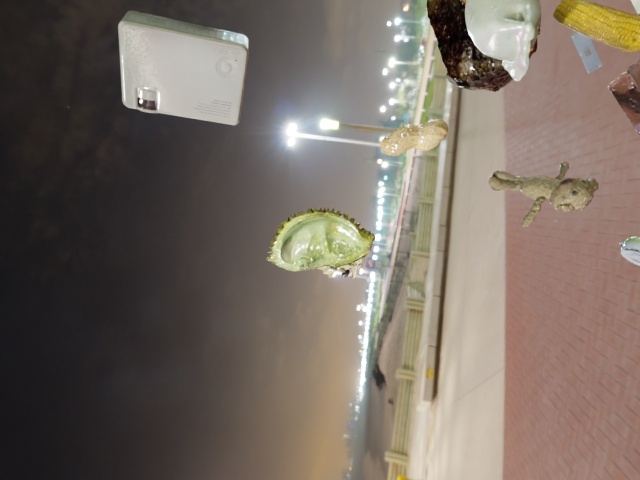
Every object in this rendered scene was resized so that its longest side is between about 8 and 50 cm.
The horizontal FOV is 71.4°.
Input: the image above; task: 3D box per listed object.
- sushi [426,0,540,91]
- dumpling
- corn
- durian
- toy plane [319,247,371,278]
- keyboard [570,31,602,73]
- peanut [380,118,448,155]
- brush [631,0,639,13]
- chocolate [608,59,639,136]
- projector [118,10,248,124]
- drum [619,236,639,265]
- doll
[{"bbox_3d":[0.409,-0.546,1.090,0.207,0.234,0.349,131,122,-69],"label":"sushi"},{"bbox_3d":[0.301,-0.337,0.702,0.105,0.149,0.217,-46,28,33],"label":"dumpling"},{"bbox_3d":[0.692,-0.537,1.096,0.080,0.231,0.080,-39,-27,-24],"label":"corn"},{"bbox_3d":[-0.001,-0.006,1.580,0.163,0.394,0.198,80,-170,-61],"label":"durian"},{"bbox_3d":[0.096,0.079,1.718,0.229,0.244,0.092,36,-137,-37],"label":"toy plane"},{"bbox_3d":[1.030,-0.734,1.724,0.176,0.055,0.014,49,-152,-21],"label":"keyboard"},{"bbox_3d":[0.257,-0.282,1.226,0.082,0.187,0.082,-9,-90,-81],"label":"peanut"},{"bbox_3d":[0.875,-0.728,1.254,0.179,0.030,0.033,59,158,-5],"label":"brush"},{"bbox_3d":[0.980,-0.379,1.308,0.321,0.112,0.112,58,174,1],"label":"chocolate"},{"bbox_3d":[-0.295,-0.372,0.979,0.099,0.256,0.192,-100,21,-48],"label":"projector"},{"bbox_3d":[0.925,0.028,1.210,0.049,0.130,0.253,-58,-8,-4],"label":"drum"},{"bbox_3d":[0.607,-0.153,1.228,0.091,0.202,0.286,57,-168,-31],"label":"doll"}]
